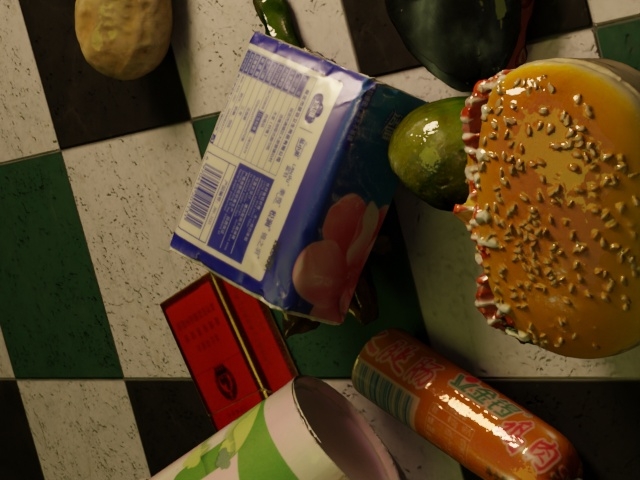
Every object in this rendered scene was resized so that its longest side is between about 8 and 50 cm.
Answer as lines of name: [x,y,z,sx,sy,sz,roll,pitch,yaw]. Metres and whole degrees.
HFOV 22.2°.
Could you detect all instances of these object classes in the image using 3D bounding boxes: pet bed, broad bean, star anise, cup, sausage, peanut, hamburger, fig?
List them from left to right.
peanut: [-0.250,-0.329,2.045,0.137,0.122,0.253,33,128,49]
cup: [-0.061,0.315,1.944,0.274,0.253,0.253,-41,70,17]
broad bean: [-0.055,-0.250,1.896,0.195,0.046,0.061,64,155,17]
star anise: [0.001,0.007,1.893,0.214,0.099,0.220,1,86,47]
pet bed: [0.139,-0.250,1.647,0.201,0.053,0.201,25,125,42]
fig: [0.147,-0.106,1.657,0.123,0.123,0.156,50,119,26]
sausage: [0.170,0.201,1.776,0.312,0.093,0.093,32,129,40]
hamburger: [0.239,-0.030,1.538,0.227,0.151,0.295,12,113,43]

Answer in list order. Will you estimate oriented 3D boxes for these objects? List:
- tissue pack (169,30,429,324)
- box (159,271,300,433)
tissue pack: [-0.022,-0.069,1.781,0.209,0.137,0.269,25,97,38]
box: [-0.107,0.159,2.122,0.153,0.074,0.239,-31,82,49]
